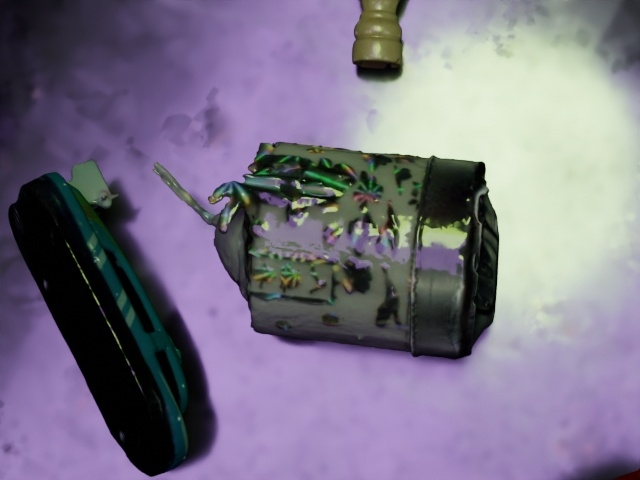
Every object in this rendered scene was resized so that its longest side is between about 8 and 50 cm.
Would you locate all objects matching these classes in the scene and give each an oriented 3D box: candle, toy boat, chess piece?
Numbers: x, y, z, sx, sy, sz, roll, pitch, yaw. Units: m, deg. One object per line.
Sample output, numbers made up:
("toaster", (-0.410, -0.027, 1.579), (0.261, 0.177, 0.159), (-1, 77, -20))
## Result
("candle", (0.000, 0.000, 1.251), (0.330, 0.187, 0.187), (7, 83, 7))
("toy boat", (-0.188, 0.072, 1.301), (0.092, 0.134, 0.299), (-25, 84, -33))
("chess piece", (0.059, -0.231, 1.336), (0.066, 0.066, 0.122), (0, 88, 6))

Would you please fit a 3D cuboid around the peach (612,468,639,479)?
("peach", (0.313, 0.367, 1.087), (0.388, 0.388, 0.388), (-1, 83, 5))
